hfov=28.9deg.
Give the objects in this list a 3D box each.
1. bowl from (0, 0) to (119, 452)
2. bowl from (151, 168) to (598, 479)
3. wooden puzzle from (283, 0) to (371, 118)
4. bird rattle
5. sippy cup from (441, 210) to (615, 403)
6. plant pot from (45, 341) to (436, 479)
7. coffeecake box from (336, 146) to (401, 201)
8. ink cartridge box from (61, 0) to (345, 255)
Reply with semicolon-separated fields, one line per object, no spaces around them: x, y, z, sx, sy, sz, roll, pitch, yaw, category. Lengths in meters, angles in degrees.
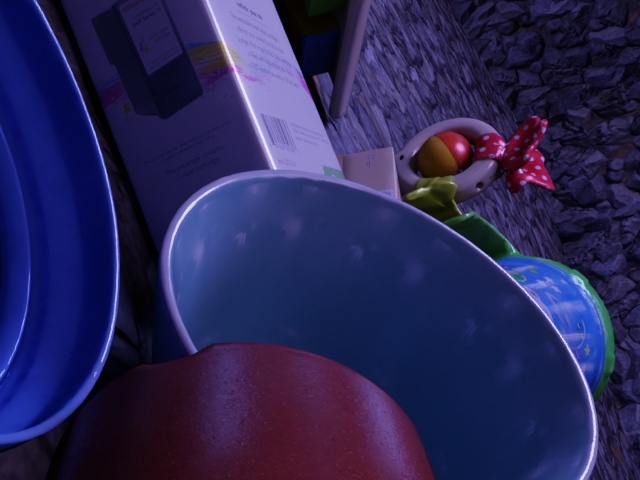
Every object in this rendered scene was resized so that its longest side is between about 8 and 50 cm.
-0.237;-0.075;0.593;0.391;0.077;0.391;56;19;-31;bowl
0.012;0.113;0.833;0.311;0.163;0.312;20;34;-14;bowl
-0.020;-0.364;1.534;0.322;0.080;0.348;101;-24;-69;wooden puzzle
0.200;-0.112;1.779;0.207;0.253;0.143;48;-2;46;bird rattle
0.216;0.131;1.520;0.305;0.240;0.224;39;15;26;sippy cup
-0.032;0.198;0.536;0.272;0.272;0.265;57;13;-28;plant pot
0.063;0.017;1.341;0.142;0.068;0.186;-89;169;-57;coffeecake box
-0.100;-0.141;1.046;0.354;0.119;0.207;68;16;8;ink cartridge box
